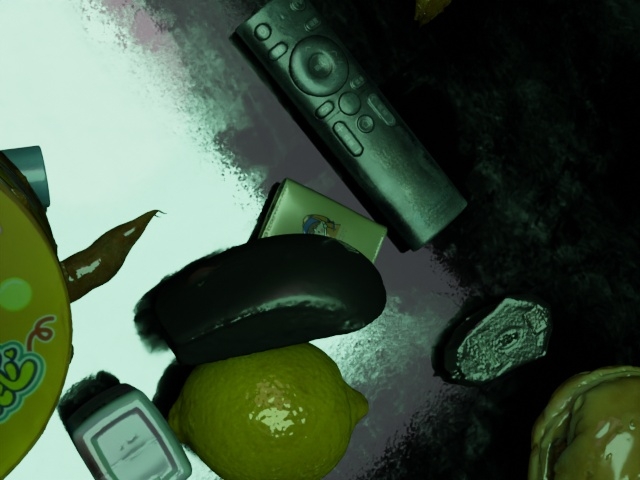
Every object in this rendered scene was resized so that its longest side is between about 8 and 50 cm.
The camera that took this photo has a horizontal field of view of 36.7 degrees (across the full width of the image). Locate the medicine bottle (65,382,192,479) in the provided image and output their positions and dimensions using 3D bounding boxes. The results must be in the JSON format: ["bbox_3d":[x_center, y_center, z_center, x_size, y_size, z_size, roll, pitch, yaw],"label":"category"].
[{"bbox_3d":[-0.221,0.228,1.083,0.094,0.188,0.119,-34,97,-18],"label":"medicine bottle"}]

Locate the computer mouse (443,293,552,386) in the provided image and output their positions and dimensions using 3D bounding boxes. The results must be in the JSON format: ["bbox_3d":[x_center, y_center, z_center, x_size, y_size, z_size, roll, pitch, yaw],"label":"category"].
[{"bbox_3d":[0.240,0.135,1.317,0.172,0.057,0.099,-33,99,-6],"label":"computer mouse"}]

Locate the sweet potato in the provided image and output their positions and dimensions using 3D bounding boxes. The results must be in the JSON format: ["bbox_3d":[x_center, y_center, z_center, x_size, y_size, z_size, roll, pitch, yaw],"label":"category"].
[{"bbox_3d":[-0.263,0.022,1.156,0.195,0.056,0.056,-40,99,-20],"label":"sweet potato"}]

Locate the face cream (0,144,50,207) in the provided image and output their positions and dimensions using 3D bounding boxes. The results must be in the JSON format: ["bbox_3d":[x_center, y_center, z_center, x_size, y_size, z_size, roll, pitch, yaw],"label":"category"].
[{"bbox_3d":[-0.438,-0.054,1.088,0.250,0.077,0.077,-10,90,-17],"label":"face cream"}]

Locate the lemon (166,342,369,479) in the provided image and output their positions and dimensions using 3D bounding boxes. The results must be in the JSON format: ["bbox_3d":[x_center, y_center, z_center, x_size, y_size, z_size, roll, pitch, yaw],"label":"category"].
[{"bbox_3d":[-0.061,0.204,1.143,0.244,0.187,0.186,0,86,-10],"label":"lemon"}]

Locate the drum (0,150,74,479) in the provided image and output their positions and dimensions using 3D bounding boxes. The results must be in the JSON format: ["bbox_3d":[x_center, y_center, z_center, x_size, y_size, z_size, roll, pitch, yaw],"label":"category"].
[{"bbox_3d":[-0.461,0.072,0.951,0.431,0.214,0.431,-5,104,-20],"label":"drum"}]

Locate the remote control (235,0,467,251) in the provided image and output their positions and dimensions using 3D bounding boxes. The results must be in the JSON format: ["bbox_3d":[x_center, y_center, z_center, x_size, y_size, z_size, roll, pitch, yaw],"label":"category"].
[{"bbox_3d":[0.045,-0.161,1.276,0.107,0.044,0.377,-42,100,-20],"label":"remote control"}]

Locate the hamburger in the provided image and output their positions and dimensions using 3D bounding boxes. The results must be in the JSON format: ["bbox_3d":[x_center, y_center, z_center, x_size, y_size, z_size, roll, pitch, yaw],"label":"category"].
[{"bbox_3d":[0.426,0.323,1.311,0.284,0.174,0.304,0,93,-30],"label":"hamburger"}]

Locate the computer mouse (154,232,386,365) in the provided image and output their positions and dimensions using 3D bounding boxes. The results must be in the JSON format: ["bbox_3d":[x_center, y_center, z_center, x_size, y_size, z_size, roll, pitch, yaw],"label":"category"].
[{"bbox_3d":[-0.060,0.053,1.129,0.269,0.170,0.100,-13,111,-4],"label":"computer mouse"}]

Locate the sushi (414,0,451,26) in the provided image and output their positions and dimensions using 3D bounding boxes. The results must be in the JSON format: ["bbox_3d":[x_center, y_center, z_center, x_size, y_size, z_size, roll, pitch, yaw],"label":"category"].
[{"bbox_3d":[0.160,-0.340,1.324,0.050,0.047,0.099,33,88,30],"label":"sushi"}]

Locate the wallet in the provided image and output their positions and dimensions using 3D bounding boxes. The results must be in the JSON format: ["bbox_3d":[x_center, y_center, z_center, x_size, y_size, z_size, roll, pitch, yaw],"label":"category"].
[{"bbox_3d":[0.000,0.000,1.252,0.155,0.039,0.110,26,75,-16],"label":"wallet"}]
